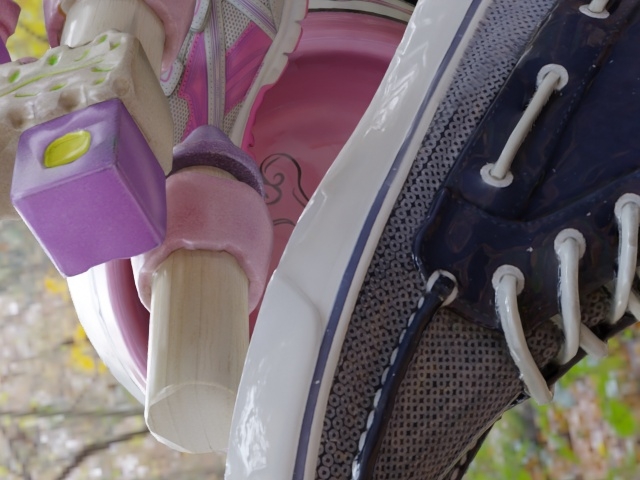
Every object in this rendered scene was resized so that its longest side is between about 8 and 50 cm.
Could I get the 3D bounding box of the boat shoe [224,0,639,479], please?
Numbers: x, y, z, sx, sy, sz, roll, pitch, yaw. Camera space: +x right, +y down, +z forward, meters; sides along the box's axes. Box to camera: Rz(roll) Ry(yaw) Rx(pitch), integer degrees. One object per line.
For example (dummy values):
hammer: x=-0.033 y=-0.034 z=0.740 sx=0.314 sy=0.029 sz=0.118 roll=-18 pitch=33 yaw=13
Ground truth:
boat shoe: x=0.089 y=0.008 z=0.591 sx=0.127 sy=0.158 sz=0.340 roll=63 pitch=-138 yaw=-52

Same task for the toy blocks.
toy blocks: x=-0.187 y=-0.075 z=0.626 sx=0.260 sy=0.289 sz=0.309 roll=-93 pitch=-14 yaw=-50

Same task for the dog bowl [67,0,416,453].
dog bowl: x=0.000 y=0.000 z=1.186 sx=0.150 sy=0.408 sz=0.407 roll=-134 pitch=33 yaw=-78

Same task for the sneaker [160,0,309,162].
sneaker: x=-0.088 y=-0.108 z=0.916 sx=0.111 sy=0.103 sz=0.252 roll=9 pitch=-88 yaw=-43
